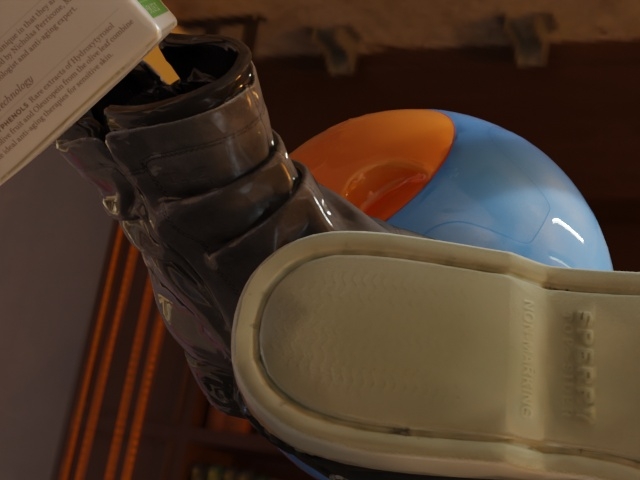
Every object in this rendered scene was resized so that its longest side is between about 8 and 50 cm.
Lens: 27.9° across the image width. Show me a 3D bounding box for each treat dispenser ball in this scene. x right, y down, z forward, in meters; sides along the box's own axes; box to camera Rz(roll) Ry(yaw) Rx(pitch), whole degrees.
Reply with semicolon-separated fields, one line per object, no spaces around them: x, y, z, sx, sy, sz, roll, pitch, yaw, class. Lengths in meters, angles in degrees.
0.069;0.048;0.939;0.288;0.288;0.288;9;-16;3;treat dispenser ball

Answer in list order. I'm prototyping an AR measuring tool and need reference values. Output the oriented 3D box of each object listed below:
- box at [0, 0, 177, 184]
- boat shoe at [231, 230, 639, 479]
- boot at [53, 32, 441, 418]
-0.127;-0.090;0.548;0.087;0.102;0.101;47;7;-11;box
0.130;0.088;0.511;0.340;0.127;0.113;9;-28;-1;boat shoe
0.000;0.000;0.656;0.338;0.118;0.223;-2;-52;40;boot
